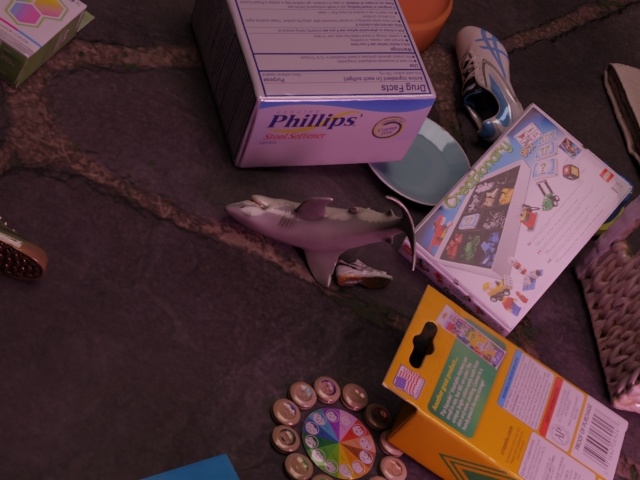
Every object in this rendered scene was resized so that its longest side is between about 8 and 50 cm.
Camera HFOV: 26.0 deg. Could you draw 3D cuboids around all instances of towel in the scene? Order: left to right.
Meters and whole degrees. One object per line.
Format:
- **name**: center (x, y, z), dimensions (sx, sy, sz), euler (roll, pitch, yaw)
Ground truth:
- **towel**: center (0.598, -0.181, 2.365), dimensions (0.187, 0.049, 0.282), euler (10, 48, -26)

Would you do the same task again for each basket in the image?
- **basket**: center (0.590, 0.081, 1.937), dimensions (0.331, 0.328, 0.266), euler (12, 52, -22)

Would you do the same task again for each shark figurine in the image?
- **shark figurine**: center (0.029, 0.004, 1.803), dimensions (0.166, 0.278, 0.116), euler (14, 82, -60)

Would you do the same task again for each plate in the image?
- **plate**: center (0.137, -0.119, 2.048), dimensions (0.188, 0.024, 0.188), euler (17, 46, -19)

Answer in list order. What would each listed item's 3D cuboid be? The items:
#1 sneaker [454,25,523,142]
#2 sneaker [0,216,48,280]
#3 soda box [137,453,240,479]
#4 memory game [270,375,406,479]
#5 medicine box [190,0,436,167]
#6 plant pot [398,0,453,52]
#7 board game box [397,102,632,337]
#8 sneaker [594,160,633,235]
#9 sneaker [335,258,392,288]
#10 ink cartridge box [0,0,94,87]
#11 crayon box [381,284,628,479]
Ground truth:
- **sneaker**: center (0.255, -0.253, 2.191), dimensions (0.086, 0.085, 0.237), euler (9, 48, -31)
- **sneaker**: center (-0.399, -0.027, 1.613), dimensions (0.192, 0.064, 0.086), euler (21, 50, -10)
- **soda box**: center (-0.181, 0.295, 1.466), dimensions (0.210, 0.067, 0.071), euler (-12, 61, -37)
- **memory game**: center (0.024, 0.243, 1.675), dimensions (0.186, 0.012, 0.186), euler (17, 46, -18)
- **medicine box**: center (-0.017, -0.260, 1.960), dimensions (0.263, 0.149, 0.289), euler (-3, 56, -22)
- **plant pot**: center (0.106, -0.465, 2.199), dimensions (0.291, 0.203, 0.291), euler (16, 47, -18)
- **board game box**: center (0.277, -0.031, 1.958), dimensions (0.193, 0.053, 0.305), euler (42, 67, 7)
- **sneaker**: center (0.363, -0.085, 2.081), dimensions (0.240, 0.126, 0.091), euler (11, 48, -24)
- **sneaker**: center (0.058, 0.041, 1.856), dimensions (0.083, 0.032, 0.037), euler (7, 50, -27)
- **ink cartridge box**: center (-0.388, -0.303, 1.860), dimensions (0.109, 0.062, 0.209), euler (34, 43, 0)
- **crayon box**: center (0.220, 0.226, 1.750), dimensions (0.323, 0.083, 0.203), euler (35, 42, -4)
